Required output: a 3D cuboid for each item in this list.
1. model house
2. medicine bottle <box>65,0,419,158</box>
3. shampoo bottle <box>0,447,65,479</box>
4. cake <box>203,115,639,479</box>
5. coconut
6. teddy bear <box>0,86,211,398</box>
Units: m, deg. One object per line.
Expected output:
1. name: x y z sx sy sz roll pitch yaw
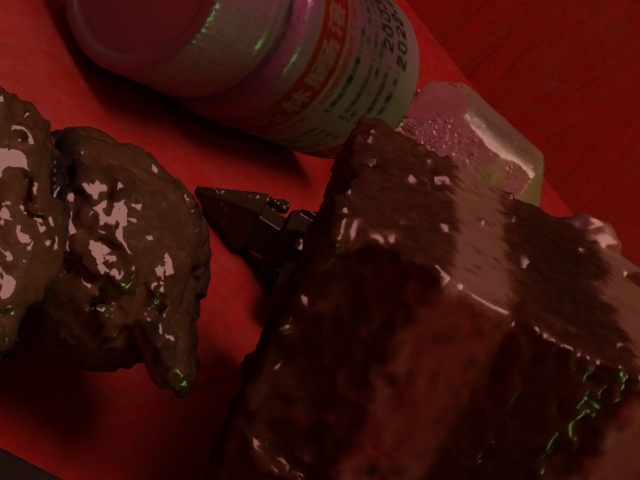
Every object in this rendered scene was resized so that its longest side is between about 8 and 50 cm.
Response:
1. model house: 0.000 0.000 0.933 0.248 0.176 0.181 30 24 -7
2. medicine bottle: -0.065 -0.224 1.063 0.388 0.219 0.219 15 40 -60
3. shampoo bottle: -0.176 0.124 0.416 0.246 0.080 0.079 37 25 -31
4. cake: 0.091 0.106 0.665 0.290 0.256 0.282 24 22 0
5. coconut: 0.175 -0.067 1.322 0.245 0.233 0.233 44 20 4
6. teddy bear: -0.173 -0.010 0.555 0.256 0.156 0.267 34 24 -41
